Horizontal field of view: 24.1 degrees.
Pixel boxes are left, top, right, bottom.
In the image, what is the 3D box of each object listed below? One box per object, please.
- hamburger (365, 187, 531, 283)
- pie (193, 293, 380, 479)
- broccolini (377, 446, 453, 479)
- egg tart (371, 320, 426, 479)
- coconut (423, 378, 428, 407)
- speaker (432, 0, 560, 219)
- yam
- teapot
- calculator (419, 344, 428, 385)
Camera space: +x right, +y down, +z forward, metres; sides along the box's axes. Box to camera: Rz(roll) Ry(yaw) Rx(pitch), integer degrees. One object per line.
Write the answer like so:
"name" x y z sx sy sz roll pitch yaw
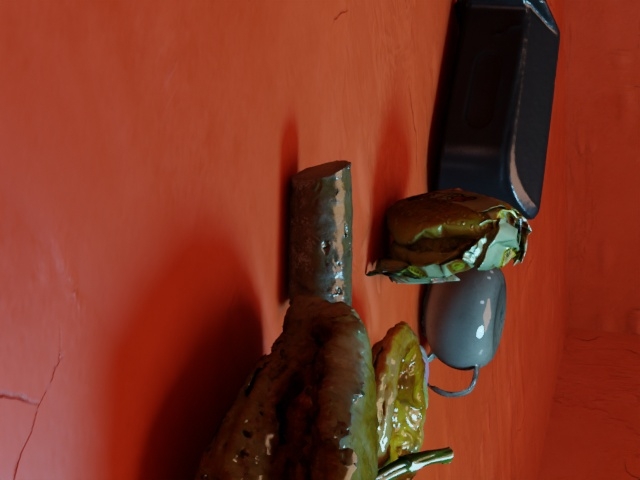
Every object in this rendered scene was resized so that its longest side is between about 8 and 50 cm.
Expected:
"hamburger" 0.165 -0.002 2.114 0.214 0.235 0.125 -168 -111 -76
"pie" -0.031 0.252 1.509 0.418 0.181 0.395 -71 167 -73
"broccolini" 0.072 0.304 1.887 0.239 0.051 0.054 -17 119 -35
"egg tart" 0.078 0.224 1.998 0.241 0.106 0.241 4 90 -72
"coconut" 0.109 0.225 2.142 0.088 0.088 0.096 43 47 -71
"speaker" 0.271 -0.242 2.417 0.184 0.180 0.388 42 54 -63
"yam" 0.000 0.000 1.691 0.078 0.078 0.179 -42 135 -68
"teapot" 0.235 0.118 2.489 0.193 0.130 0.294 58 42 -65
"calculator" 0.122 0.276 2.287 0.141 0.045 0.246 51 47 -68
